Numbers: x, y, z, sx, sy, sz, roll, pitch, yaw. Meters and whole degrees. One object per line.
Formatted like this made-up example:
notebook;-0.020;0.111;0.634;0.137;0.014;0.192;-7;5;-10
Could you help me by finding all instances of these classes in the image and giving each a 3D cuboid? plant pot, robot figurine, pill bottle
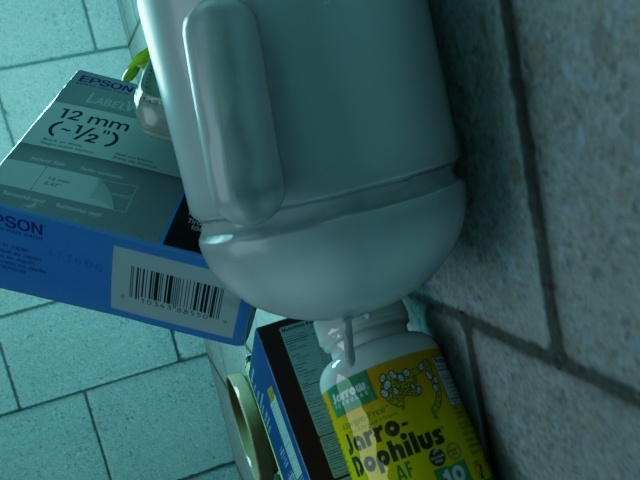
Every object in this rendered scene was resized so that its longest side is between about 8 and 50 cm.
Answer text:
plant pot;-0.112;0.379;1.510;0.237;0.110;0.237;165;90;-75
robot figurine;-0.010;-0.094;0.525;0.300;0.200;0.353;-30;-72;-64
pill bottle;0.068;0.154;0.647;0.117;0.118;0.208;110;142;-64

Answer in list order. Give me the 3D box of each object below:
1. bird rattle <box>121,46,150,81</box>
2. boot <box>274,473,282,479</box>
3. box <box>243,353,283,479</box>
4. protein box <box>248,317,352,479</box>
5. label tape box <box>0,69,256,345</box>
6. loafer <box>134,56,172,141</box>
bird rattle;-0.128;-0.279;0.918;0.207;0.143;0.253;22;89;40
boot;-0.055;0.546;1.552;0.263;0.091;0.228;-130;34;-48
box;-0.066;0.314;1.333;0.058;0.087;0.232;111;142;-64
protein box;0.011;0.204;0.859;0.199;0.136;0.201;106;145;-63
label tape box;-0.155;-0.078;0.751;0.347;0.249;0.115;-78;3;-47
loafer;-0.097;-0.207;0.691;0.319;0.112;0.111;-77;-4;-47
